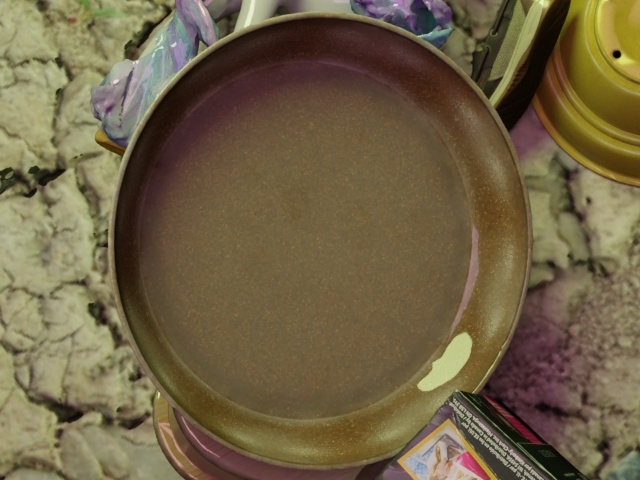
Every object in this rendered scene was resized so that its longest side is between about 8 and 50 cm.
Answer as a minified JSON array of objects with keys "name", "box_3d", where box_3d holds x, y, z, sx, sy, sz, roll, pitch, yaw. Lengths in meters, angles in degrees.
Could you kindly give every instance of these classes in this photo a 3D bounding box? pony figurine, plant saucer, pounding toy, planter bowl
[{"name":"pony figurine","box_3d":[-0.028,-0.211,1.195,0.351,0.303,0.363,25,83,-17]},{"name":"plant saucer","box_3d":[0.000,0.000,1.091,0.310,0.050,0.311,-1,92,-22]},{"name":"pounding toy","box_3d":[-0.041,0.136,1.184,0.154,0.155,0.269,46,62,4]},{"name":"planter bowl","box_3d":[0.257,-0.153,1.189,0.217,0.090,0.217,-2,82,12]}]

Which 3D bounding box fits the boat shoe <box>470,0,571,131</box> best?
[{"name":"boat shoe","box_3d":[0.141,-0.136,1.206,0.049,0.056,0.152,42,127,23]}]

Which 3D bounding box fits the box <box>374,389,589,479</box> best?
[{"name":"box","box_3d":[0.122,0.210,1.082,0.163,0.247,0.142,42,94,15]}]
